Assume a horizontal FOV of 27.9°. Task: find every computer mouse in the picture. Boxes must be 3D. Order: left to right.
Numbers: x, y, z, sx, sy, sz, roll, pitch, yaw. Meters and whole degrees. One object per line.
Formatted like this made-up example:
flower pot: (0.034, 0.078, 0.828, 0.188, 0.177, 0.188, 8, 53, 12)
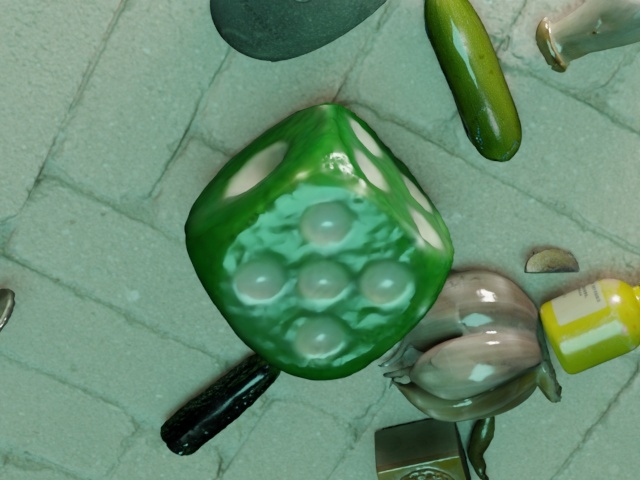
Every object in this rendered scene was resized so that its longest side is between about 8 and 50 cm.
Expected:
computer mouse: (0.005, -0.383, 1.750, 0.203, 0.114, 0.374, 41, 110, -17)

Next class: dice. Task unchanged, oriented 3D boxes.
dice: (0.000, 0.000, 1.848, 0.287, 0.297, 0.300, -38, 110, 15)

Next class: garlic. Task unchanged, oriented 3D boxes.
garlic: (0.240, 0.176, 2.039, 0.292, 0.210, 0.237, -2, 151, -3)

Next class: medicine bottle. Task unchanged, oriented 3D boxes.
medicine bottle: (0.458, 0.116, 1.994, 0.212, 0.122, 0.122, -24, 114, 12)

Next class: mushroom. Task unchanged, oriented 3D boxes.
mushroom: (0.411, -0.316, 1.798, 0.225, 0.093, 0.116, -37, 96, 28)

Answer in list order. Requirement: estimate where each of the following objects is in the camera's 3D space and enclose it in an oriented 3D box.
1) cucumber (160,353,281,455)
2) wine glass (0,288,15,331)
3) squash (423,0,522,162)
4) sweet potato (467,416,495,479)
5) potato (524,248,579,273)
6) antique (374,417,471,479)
cucumber: (-0.157, 0.264, 2.112, 0.241, 0.074, 0.074, -39, 110, 18)
wine glass: (-0.666, 0.024, 1.906, 0.267, 0.267, 0.406, -36, 115, 18)
squash: (0.211, -0.252, 1.833, 0.087, 0.087, 0.331, -20, 113, 11)
sweet potato: (0.269, 0.343, 2.163, 0.041, 0.038, 0.153, 14, 121, 20)
potato: (0.354, 0.034, 2.007, 0.093, 0.036, 0.037, 0, 81, -18)
antique: (0.174, 0.398, 2.132, 0.146, 0.148, 0.152, -14, 114, 6)
